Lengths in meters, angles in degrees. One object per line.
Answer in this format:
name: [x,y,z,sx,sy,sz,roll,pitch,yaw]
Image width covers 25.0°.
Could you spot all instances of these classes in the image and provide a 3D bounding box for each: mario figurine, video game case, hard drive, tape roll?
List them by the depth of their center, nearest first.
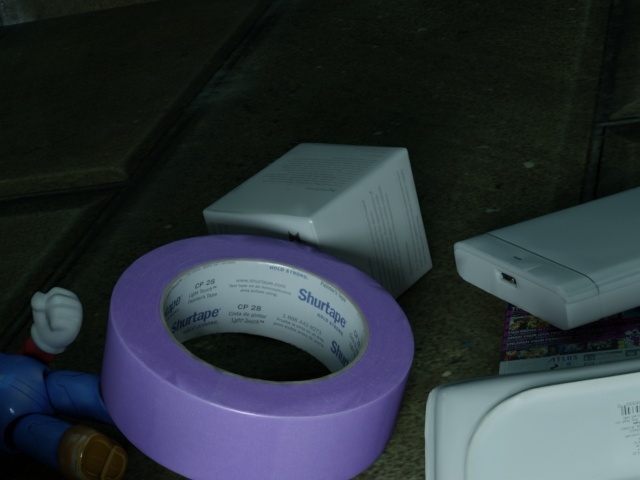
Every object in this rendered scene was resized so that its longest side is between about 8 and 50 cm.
video game case: [0.278,0.104,1.305,0.232,0.042,0.210,-8,24,14]
tape roll: [-0.057,0.104,1.307,0.274,0.090,0.275,8,32,-5]
mario figurine: [-0.331,0.143,1.392,0.320,0.170,0.198,5,16,28]
hard drive: [0.341,-0.006,1.443,0.353,0.047,0.233,-16,16,-17]

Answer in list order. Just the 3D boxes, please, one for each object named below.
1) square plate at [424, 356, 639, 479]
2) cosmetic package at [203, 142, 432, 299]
square plate: [0.218,0.203,0.904,0.347,0.049,0.344,-12,50,21]
cosmetic package: [0.000,0.000,1.552,0.151,0.151,0.183,6,30,38]
